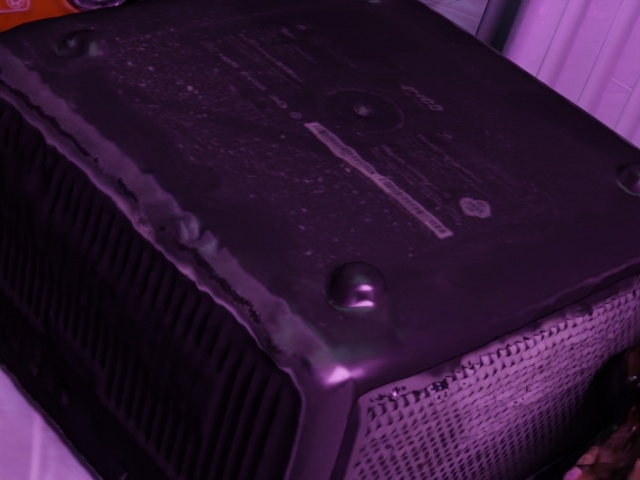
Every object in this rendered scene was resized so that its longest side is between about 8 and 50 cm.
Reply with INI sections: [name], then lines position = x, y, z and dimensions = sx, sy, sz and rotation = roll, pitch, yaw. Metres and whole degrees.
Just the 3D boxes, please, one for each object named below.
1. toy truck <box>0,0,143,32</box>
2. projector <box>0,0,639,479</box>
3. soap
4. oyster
[toy truck]
position = -0.263, -0.181, 1.070
dimensions = 0.387, 0.207, 0.173
rotation = -10, 34, -29
[projector]
position = 0.000, 0.000, 0.893
dimensions = 0.405, 0.242, 0.395
rotation = -18, 48, -40
[soap]
position = 0.211, -0.124, 1.126
dimensions = 0.173, 0.289, 0.095
rotation = 5, 38, -17
[oyster]
position = 0.202, 0.150, 0.784
dimensions = 0.096, 0.221, 0.361
rotation = 15, 30, 16
